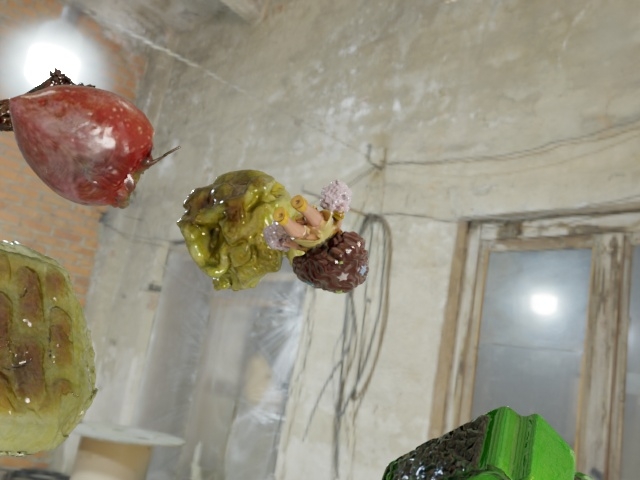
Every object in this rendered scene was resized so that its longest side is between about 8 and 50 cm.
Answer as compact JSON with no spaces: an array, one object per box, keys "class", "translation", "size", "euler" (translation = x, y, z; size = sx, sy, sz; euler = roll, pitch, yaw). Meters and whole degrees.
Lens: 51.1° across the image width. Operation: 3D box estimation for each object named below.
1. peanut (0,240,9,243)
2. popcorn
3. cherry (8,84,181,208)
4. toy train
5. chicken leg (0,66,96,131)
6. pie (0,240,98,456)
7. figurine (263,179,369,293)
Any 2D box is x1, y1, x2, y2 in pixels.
[{"class":"peanut","translation":[-0.574,0.043,1.129],"size":[0.175,0.080,0.080],"euler":[-15,-22,21]},{"class":"popcorn","translation":[-0.154,-0.017,1.411],"size":[0.293,0.293,0.237],"euler":[3,-43,23]},{"class":"cherry","translation":[-0.387,-0.164,1.090],"size":[0.250,0.175,0.192],"euler":[29,-61,-38]},{"class":"toy train","translation":[0.179,0.289,0.703],"size":[0.188,0.132,0.243],"euler":[48,-57,-6]},{"class":"chicken leg","translation":[-0.572,-0.275,1.361],"size":[0.063,0.234,0.105],"euler":[51,-10,54]},{"class":"pie","translation":[-0.379,0.118,0.795],"size":[0.071,0.306,0.306],"euler":[-33,-33,23]},{"class":"figurine","translation":[0.001,0.001,1.138],"size":[0.175,0.115,0.240],"euler":[-31,-50,10]}]
